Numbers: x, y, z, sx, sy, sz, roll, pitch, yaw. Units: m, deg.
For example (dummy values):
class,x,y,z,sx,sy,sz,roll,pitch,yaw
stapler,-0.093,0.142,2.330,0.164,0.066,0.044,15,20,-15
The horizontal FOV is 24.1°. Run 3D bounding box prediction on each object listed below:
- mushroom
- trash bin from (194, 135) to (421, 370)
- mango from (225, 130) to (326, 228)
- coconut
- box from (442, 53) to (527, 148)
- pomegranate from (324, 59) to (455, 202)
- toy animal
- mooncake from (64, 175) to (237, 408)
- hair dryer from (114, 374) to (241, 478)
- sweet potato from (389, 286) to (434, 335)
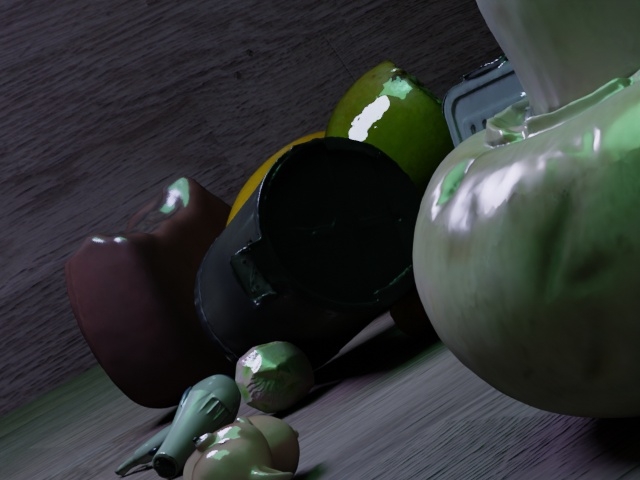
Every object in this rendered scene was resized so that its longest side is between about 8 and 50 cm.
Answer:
class,x,y,z,sx,sy,sz,roll,pitch,yaw
mushroom,0.231,-0.055,0.957,0.325,0.353,0.353,4,-6,-17
trash bin,-0.013,0.023,1.695,0.252,0.203,0.301,-33,-7,-23
mango,0.000,0.000,2.086,0.221,0.264,0.378,-29,17,48
coconut,-0.052,0.150,1.631,0.082,0.083,0.081,-55,5,-24
box,0.252,-0.083,1.603,0.135,0.243,0.163,-16,-5,-35
pomegranate,0.140,-0.051,1.882,0.216,0.310,0.358,-44,35,11
toy animal,-0.059,0.185,1.231,0.150,0.089,0.083,-42,-26,-65
mooncake,-0.212,0.075,2.084,0.174,0.334,0.326,-26,43,32
hair dryer,-0.180,0.234,1.652,0.199,0.067,0.167,-37,6,18
sweet potato,0.188,0.024,1.522,0.109,0.109,0.385,-30,-11,-39
